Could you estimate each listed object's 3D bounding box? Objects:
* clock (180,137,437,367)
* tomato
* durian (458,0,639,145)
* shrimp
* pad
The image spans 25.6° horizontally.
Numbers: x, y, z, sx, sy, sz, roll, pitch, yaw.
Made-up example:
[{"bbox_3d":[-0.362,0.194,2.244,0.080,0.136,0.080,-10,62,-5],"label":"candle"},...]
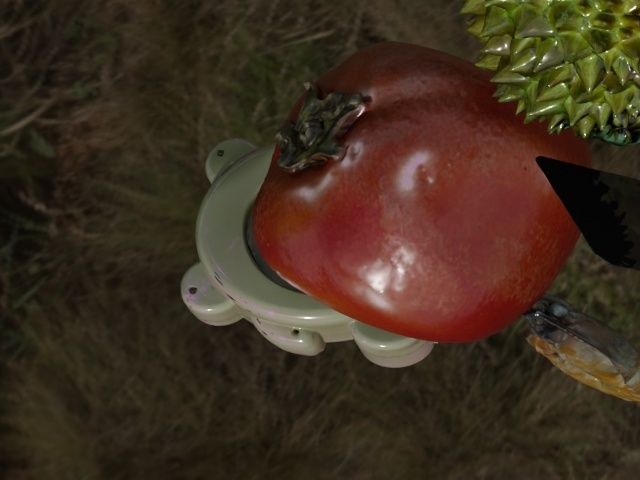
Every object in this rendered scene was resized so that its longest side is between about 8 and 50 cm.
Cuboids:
[{"bbox_3d":[0.000,0.000,1.700,0.309,0.114,0.284,5,71,12],"label":"clock"},{"bbox_3d":[0.099,-0.050,1.387,0.290,0.325,0.293,29,85,-24],"label":"tomato"},{"bbox_3d":[0.202,-0.170,0.879,0.291,0.291,0.224,9,92,17],"label":"durian"},{"bbox_3d":[0.301,0.128,1.684,0.164,0.317,0.062,9,71,43],"label":"shrimp"},{"bbox_3d":[0.217,-0.008,0.896,0.157,0.112,0.003,12,124,-26],"label":"pad"}]
